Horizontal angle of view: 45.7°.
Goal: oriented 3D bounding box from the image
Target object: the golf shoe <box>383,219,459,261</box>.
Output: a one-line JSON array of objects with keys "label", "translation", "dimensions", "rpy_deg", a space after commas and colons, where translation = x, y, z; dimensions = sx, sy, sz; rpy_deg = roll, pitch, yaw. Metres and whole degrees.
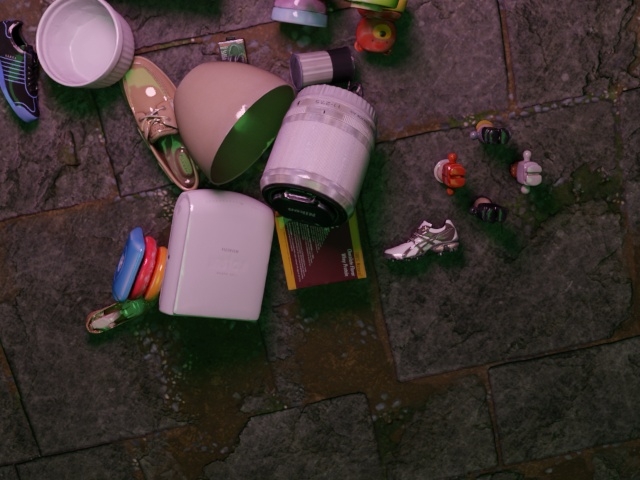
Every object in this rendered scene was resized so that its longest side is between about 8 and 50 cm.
[{"label": "golf shoe", "translation": [0.250, 0.000, 1.928], "dimensions": [0.198, 0.077, 0.093], "rpy_deg": [-12, 93, -3]}]

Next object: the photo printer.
[{"label": "photo printer", "translation": [-0.243, 0.033, 1.825], "dimensions": [0.256, 0.107, 0.307], "rpy_deg": [10, 90, -36]}]

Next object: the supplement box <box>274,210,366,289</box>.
[{"label": "supplement box", "translation": [0.000, 0.000, 1.880], "dimensions": [0.194, 0.129, 0.191], "rpy_deg": [-10, 107, 1]}]

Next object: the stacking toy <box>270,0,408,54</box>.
[{"label": "stacking toy", "translation": [0.034, -0.486, 1.656], "dimensions": [0.309, 0.279, 0.130], "rpy_deg": [8, 105, -1]}]

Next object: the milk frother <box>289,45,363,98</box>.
[{"label": "milk frother", "translation": [0.016, -0.367, 1.747], "dimensions": [0.135, 0.143, 0.129], "rpy_deg": [-13, 123, -17]}]

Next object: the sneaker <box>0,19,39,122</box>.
[{"label": "sneaker", "translation": [-0.690, -0.391, 1.754], "dimensions": [0.091, 0.081, 0.232], "rpy_deg": [-16, 106, 10]}]

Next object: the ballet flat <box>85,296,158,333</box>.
[{"label": "ballet flat", "translation": [-0.511, 0.187, 1.950], "dimensions": [0.206, 0.067, 0.073], "rpy_deg": [-28, 105, 6]}]

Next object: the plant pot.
[{"label": "plant pot", "translation": [-0.220, -0.295, 1.727], "dimensions": [0.191, 0.284, 0.284], "rpy_deg": [40, 103, 11]}]

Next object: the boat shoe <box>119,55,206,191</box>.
[{"label": "boat shoe", "translation": [-0.367, -0.274, 1.788], "dimensions": [0.122, 0.110, 0.341], "rpy_deg": [-27, 107, 6]}]

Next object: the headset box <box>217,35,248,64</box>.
[{"label": "headset box", "translation": [-0.205, -0.437, 1.785], "dimensions": [0.062, 0.032, 0.083], "rpy_deg": [-8, 109, 0]}]

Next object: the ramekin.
[{"label": "ramekin", "translation": [-0.518, -0.439, 1.703], "dimensions": [0.207, 0.109, 0.207], "rpy_deg": [0, 91, 15]}]

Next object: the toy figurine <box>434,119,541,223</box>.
[{"label": "toy figurine", "translation": [0.407, -0.165, 1.844], "dimensions": [0.213, 0.148, 0.209], "rpy_deg": [41, 96, -11]}]

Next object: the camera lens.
[{"label": "camera lens", "translation": [-0.001, -0.182, 1.718], "dimensions": [0.220, 0.219, 0.274], "rpy_deg": [21, 69, -9]}]

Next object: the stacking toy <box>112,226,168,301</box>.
[{"label": "stacking toy", "translation": [-0.354, 0.097, 1.902], "dimensions": [0.302, 0.175, 0.165], "rpy_deg": [18, 103, -22]}]
